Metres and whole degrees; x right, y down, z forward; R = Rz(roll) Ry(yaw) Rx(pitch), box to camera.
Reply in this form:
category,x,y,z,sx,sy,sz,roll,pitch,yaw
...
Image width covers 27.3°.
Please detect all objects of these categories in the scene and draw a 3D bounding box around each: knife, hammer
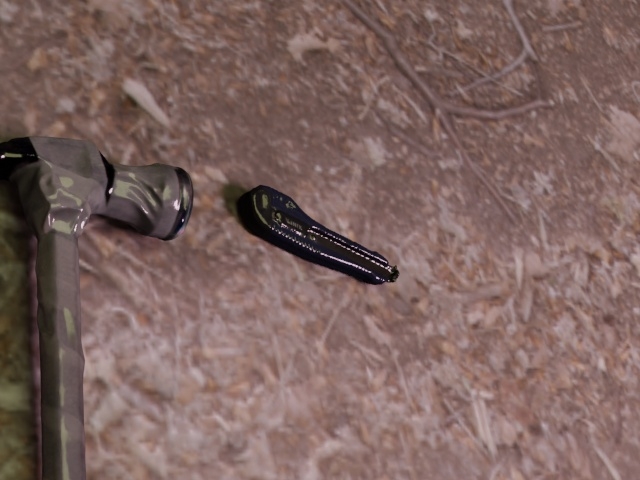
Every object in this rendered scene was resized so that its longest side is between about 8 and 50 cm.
category,x,y,z,sx,sy,sz,roll,pitch,yaw
knife,0.000,0.000,0.851,0.121,0.018,0.031,27,53,-26
hammer,-0.119,0.136,0.662,0.152,0.044,0.427,8,61,-34
